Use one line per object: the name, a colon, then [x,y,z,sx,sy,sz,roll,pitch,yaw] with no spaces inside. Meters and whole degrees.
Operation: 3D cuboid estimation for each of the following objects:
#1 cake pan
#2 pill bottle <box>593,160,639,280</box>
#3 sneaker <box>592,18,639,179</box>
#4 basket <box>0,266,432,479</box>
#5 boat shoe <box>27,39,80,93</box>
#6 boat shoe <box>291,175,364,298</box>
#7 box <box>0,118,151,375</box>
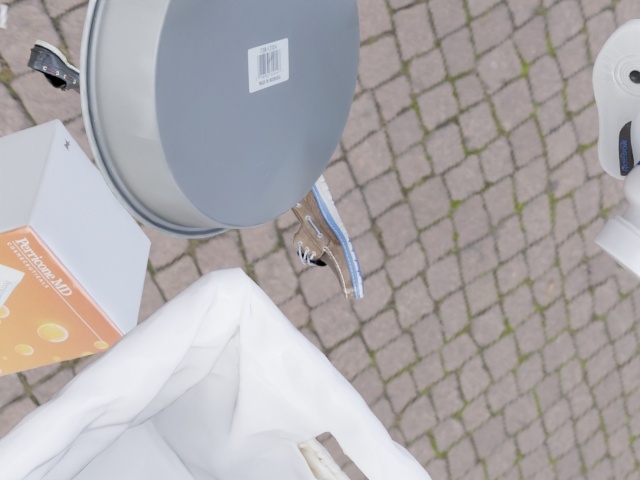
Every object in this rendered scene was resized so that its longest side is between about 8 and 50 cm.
cake pan: [-0.060,-0.138,0.737,0.293,0.054,0.293,-29,127,-48]
pill bottle: [0.436,-0.067,1.032,0.152,0.152,0.272,35,100,-38]
sneaker: [0.385,-0.189,1.115,0.121,0.079,0.217,-44,144,-31]
basket: [-0.102,0.258,0.582,0.331,0.266,0.328,-41,92,-30]
boat shoe: [-0.356,-0.227,1.276,0.133,0.049,0.042,44,66,-70]
boat shoe: [0.000,0.000,1.166,0.066,0.183,0.066,-21,152,-4]
box: [-0.405,0.033,1.075,0.345,0.168,0.215,-15,135,15]
